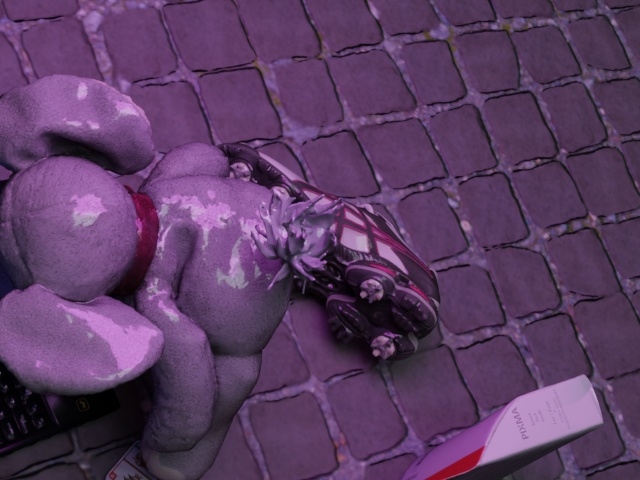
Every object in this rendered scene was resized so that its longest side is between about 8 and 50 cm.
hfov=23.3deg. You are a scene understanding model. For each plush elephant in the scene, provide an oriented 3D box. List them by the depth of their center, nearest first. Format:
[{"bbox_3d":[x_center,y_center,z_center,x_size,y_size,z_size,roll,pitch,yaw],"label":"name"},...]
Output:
[{"bbox_3d":[-0.160,0.020,1.242,0.255,0.330,0.271,13,64,-18],"label":"plush elephant"}]

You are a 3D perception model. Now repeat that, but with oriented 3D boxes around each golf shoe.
[{"bbox_3d":[0.000,0.000,1.490,0.273,0.105,0.120,41,32,-6],"label":"golf shoe"}]

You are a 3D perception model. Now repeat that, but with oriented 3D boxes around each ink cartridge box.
[{"bbox_3d":[0.117,0.196,1.392,0.225,0.181,0.056,-11,72,-31],"label":"ink cartridge box"}]

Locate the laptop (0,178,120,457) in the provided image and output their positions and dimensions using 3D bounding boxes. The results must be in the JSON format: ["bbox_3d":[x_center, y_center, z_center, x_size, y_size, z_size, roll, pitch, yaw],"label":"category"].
[{"bbox_3d":[-0.300,0.059,1.252,0.264,0.136,0.234,-20,78,-35],"label":"laptop"}]

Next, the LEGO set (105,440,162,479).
[{"bbox_3d":[-0.112,0.309,1.303,0.244,0.060,0.182,35,54,4],"label":"LEGO set"}]
